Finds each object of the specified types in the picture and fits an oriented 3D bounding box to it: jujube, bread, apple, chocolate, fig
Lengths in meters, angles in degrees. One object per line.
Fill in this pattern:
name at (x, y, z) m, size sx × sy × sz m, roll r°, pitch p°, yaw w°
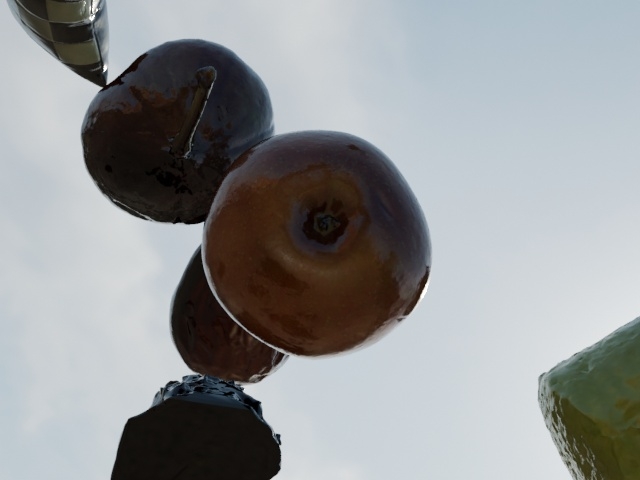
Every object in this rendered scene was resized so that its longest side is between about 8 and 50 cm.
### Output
jujube at (-0.086, 0.051, 1.766) m, size 0.168 × 0.168 × 0.236 m, roll 26°, pitch -60°, yaw 21°
bread at (0.452, 0.238, 1.841) m, size 0.348 × 0.308 × 0.348 m, roll 55°, pitch 5°, yaw -7°
apple at (0.000, 0.000, 1.318) m, size 0.201 × 0.201 × 0.162 m, roll 41°, pitch -15°, yaw -2°
chocolate at (-0.118, 0.173, 1.420) m, size 0.156 × 0.156 × 0.133 m, roll 58°, pitch 4°, yaw -28°
fig at (-0.141, -0.093, 1.555) m, size 0.249 × 0.204 × 0.186 m, roll -105°, pitch 171°, yaw -69°

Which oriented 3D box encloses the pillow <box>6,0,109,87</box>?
pillow at (-0.311, -0.298, 1.795) m, size 0.186 × 0.106 × 0.250 m, roll 47°, pitch -18°, yaw 16°
